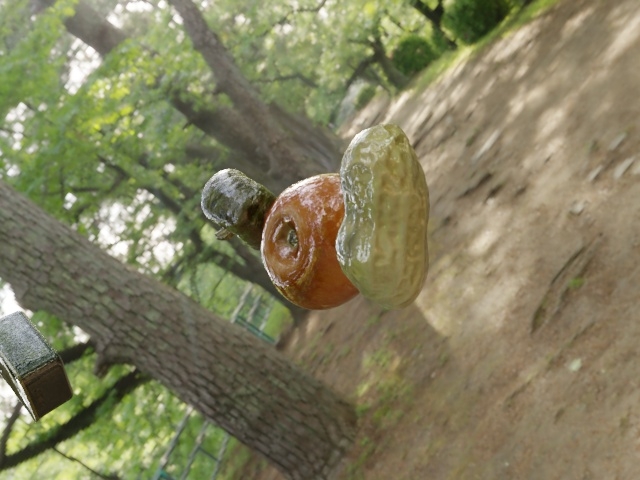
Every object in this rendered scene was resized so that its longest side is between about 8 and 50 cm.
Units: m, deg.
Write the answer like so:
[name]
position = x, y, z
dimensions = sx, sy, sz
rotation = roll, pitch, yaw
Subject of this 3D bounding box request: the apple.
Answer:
[apple]
position = 0.000, 0.000, 1.614
dimensions = 0.206, 0.252, 0.272
rotation = -14, -29, -50

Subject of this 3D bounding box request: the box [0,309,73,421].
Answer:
[box]
position = -0.576, 0.242, 1.606
dimensions = 0.090, 0.201, 0.145
rotation = -30, -43, -29

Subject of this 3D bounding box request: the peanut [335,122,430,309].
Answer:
[peanut]
position = 0.096, -0.030, 1.281
dimensions = 0.152, 0.152, 0.313
rotation = -62, -25, -57

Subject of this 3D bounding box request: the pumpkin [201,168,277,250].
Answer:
[pumpkin]
position = -0.183, -0.062, 1.869
dimensions = 0.162, 0.219, 0.219
rotation = -51, 4, -1
